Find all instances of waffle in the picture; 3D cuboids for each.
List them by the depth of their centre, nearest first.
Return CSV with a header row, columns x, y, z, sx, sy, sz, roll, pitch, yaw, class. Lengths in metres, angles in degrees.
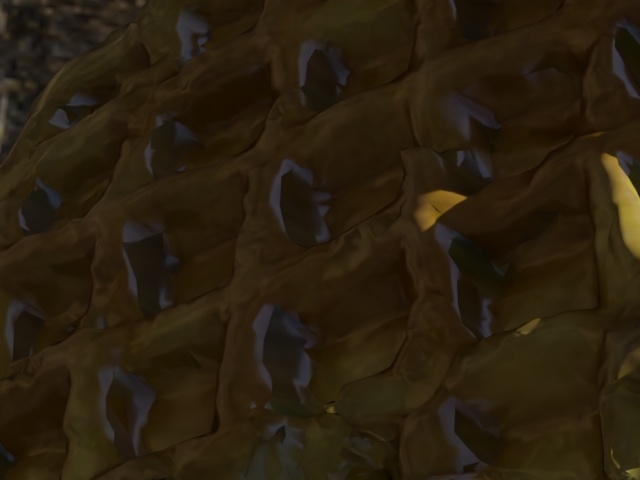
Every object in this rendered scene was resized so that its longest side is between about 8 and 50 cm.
x,y,z,sx,sy,sz,roll,pitch,yaw,class
0.008,-0.006,0.414,0.058,0.301,0.281,47,8,-35,waffle
